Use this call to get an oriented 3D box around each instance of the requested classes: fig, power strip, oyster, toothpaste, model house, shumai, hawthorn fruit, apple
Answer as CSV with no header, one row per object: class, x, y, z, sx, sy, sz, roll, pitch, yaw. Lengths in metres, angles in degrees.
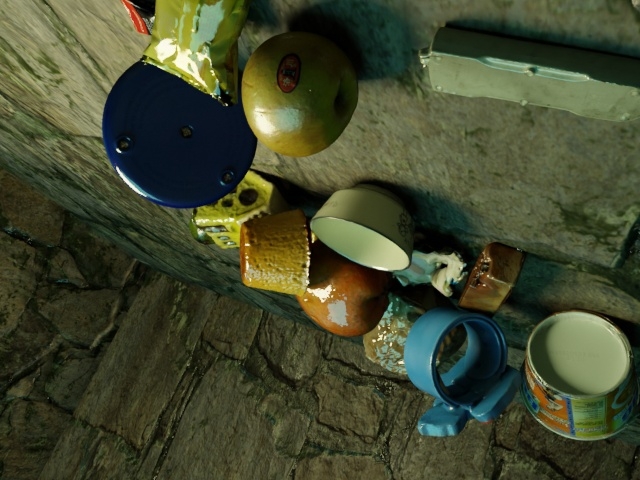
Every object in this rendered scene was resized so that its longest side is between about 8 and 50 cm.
fig,-0.385,-0.061,1.884,0.123,0.123,0.156,47,-170,-51
power strip,0.263,-0.200,0.680,0.285,0.048,0.080,17,164,20
oyster,0.272,0.065,1.372,0.198,0.092,0.260,2,150,29
toothpaste,-0.249,-0.353,0.919,0.193,0.045,0.071,22,155,22
model house,-0.180,-0.085,1.449,0.234,0.175,0.193,-3,153,17
shumai,0.235,0.229,1.583,0.314,0.267,0.262,-27,141,13
hawthorn fruit,0.042,0.102,1.471,0.298,0.277,0.277,12,161,10
apple,-0.027,-0.214,0.818,0.155,0.183,0.182,6,157,25

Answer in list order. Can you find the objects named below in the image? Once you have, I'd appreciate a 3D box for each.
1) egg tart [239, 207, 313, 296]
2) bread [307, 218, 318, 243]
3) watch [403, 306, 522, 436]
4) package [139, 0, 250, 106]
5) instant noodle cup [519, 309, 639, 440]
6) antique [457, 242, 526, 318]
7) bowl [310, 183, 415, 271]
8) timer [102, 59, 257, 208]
egg tart,-0.101,0.032,1.322,0.170,0.215,0.215,-3,168,-14
bread,0.000,0.000,1.581,0.094,0.083,0.157,4,155,20
watch,0.322,0.327,1.417,0.275,0.305,0.241,61,159,-15
package,-0.173,-0.313,0.798,0.168,0.090,0.226,26,137,-1
instant noodle cup,0.628,0.316,1.368,0.296,0.296,0.214,13,152,33
antique,0.400,0.100,1.322,0.093,0.088,0.310,21,163,13
bowl,0.106,-0.040,1.225,0.237,0.126,0.238,22,163,7
timer,-0.310,-0.216,1.120,0.270,0.270,0.383,33,174,-27
